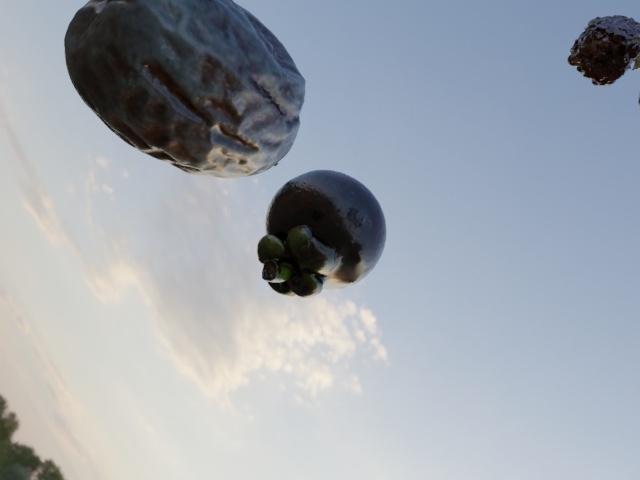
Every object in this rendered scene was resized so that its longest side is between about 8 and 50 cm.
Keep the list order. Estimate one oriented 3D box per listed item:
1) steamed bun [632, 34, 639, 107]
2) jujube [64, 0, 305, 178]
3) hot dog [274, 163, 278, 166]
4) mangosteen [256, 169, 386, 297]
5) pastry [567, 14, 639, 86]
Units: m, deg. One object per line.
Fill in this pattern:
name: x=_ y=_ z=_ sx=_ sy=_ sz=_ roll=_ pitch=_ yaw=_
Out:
steamed bun: x=0.549 y=-0.309 z=0.905 sx=0.137 sy=0.295 sz=0.292 roll=35 pitch=-57 yaw=3
jujube: x=-0.157 y=-0.200 z=0.811 sx=0.308 sy=0.215 sz=0.246 roll=35 pitch=20 yaw=-39
hot dog: x=-0.151 y=-0.244 z=1.672 sx=0.037 sy=0.049 sz=0.122 roll=-41 pitch=-85 yaw=13
mangosteen: x=0.001 y=-0.014 z=1.465 sx=0.311 sy=0.311 sz=0.311 roll=33 pitch=-40 yaw=34
pastry: x=0.502 y=-0.333 z=1.110 sx=0.115 sy=0.208 sz=0.097 roll=31 pitch=-52 yaw=11
